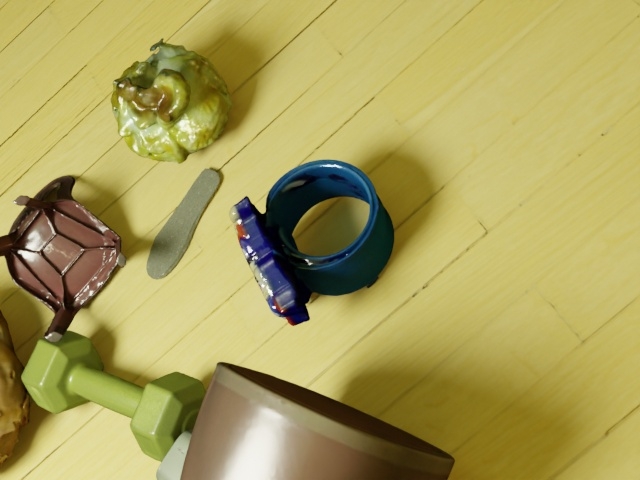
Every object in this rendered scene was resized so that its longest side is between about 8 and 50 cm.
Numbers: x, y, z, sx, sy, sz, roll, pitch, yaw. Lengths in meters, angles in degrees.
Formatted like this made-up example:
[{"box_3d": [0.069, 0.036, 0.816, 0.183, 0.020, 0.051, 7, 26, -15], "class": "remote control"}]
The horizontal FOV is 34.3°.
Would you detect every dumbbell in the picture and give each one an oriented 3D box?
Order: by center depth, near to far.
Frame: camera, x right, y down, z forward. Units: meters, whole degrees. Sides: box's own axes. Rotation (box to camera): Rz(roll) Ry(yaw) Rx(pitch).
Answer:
[{"box_3d": [-0.291, 0.218, 1.473, 0.301, 0.121, 0.108, 15, 48, 33], "class": "dumbbell"}]

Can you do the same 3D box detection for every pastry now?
[{"box_3d": [-0.572, 0.219, 1.577, 0.255, 0.162, 0.311, -54, 53, 20], "class": "pastry"}]

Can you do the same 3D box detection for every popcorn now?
[{"box_3d": [-0.232, -0.216, 1.591, 0.197, 0.212, 0.198, 0, 91, 4], "class": "popcorn"}]

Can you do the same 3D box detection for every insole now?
[{"box_3d": [-0.213, -0.026, 1.600, 0.063, 0.010, 0.192, 26, 82, 34], "class": "insole"}]

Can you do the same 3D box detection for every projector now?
[{"box_3d": [-0.154, 0.310, 1.368, 0.082, 0.083, 0.083, 31, 86, 36], "class": "projector"}]

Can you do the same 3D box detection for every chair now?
[{"box_3d": [-0.415, 0.013, 1.635, 0.176, 0.183, 0.326, -49, 9, 3], "class": "chair"}]

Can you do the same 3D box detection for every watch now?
[{"box_3d": [-0.002, -0.003, 1.392, 0.200, 0.171, 0.196, -32, 68, 0], "class": "watch"}]

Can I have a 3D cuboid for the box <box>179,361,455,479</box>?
[{"box_3d": [-0.019, 0.289, 1.188, 0.301, 0.301, 0.216, 20, 87, 35], "class": "box"}]
